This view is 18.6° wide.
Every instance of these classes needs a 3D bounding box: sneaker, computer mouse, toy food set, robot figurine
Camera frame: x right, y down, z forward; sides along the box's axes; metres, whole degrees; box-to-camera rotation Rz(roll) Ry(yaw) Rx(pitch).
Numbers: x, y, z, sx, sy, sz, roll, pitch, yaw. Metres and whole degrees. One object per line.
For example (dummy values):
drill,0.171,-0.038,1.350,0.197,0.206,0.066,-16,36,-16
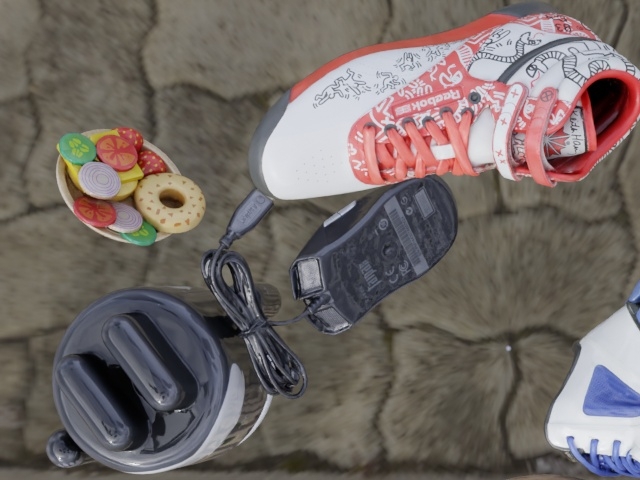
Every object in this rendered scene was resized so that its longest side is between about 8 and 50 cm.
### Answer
sneaker,0.093,-0.080,1.357,0.270,0.145,0.090,-23,125,-18
sneaker,0.322,0.194,1.861,0.182,0.127,0.315,-35,53,18
computer mouse,0.000,0.000,1.788,0.262,0.060,0.184,-43,119,-19
toy food set,-0.112,-0.032,1.119,0.082,0.020,0.083,-18,66,-39
robot figurine,-0.146,0.125,1.821,0.209,0.278,0.173,0,89,15

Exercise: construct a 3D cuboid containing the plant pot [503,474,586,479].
plant pot,0.215,0.352,1.874,0.237,0.110,0.237,1,115,2
